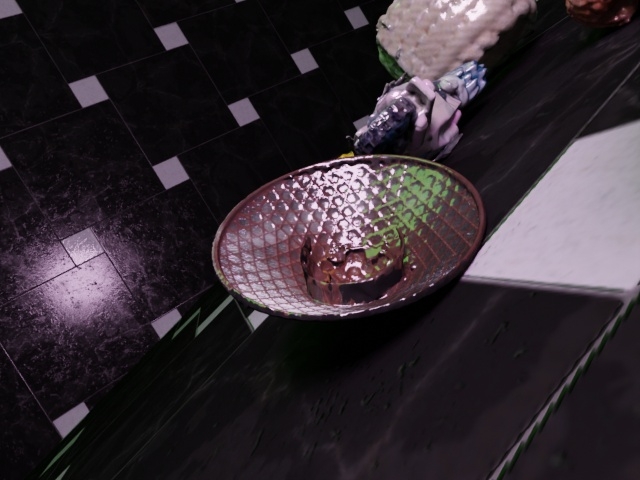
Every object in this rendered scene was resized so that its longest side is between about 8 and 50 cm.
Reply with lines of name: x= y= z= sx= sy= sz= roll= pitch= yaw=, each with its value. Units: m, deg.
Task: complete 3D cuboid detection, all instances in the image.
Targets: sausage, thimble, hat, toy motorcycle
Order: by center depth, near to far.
hat: x=0.024 y=0.014 z=0.351 sx=0.193 sy=0.082 sz=0.193 roll=-10 pitch=36 yaw=7
sausage: x=0.324 y=-0.306 z=0.468 sx=0.304 sy=0.078 sz=0.078 roll=-48 pitch=9 yaw=-28
toy motorcycle: x=0.123 y=-0.156 z=0.566 sx=0.204 sy=0.108 sz=0.239 roll=-44 pitch=8 yaw=4
thimble: x=0.192 y=-0.303 z=0.670 sx=0.219 sy=0.150 sz=0.219 roll=-38 pitch=-9 yaw=-7

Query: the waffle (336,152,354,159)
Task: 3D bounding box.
waffle: x=-0.020 y=-0.043 z=0.780 sx=0.309 sy=0.065 sz=0.283 roll=-42 pitch=-1 yaw=-18
